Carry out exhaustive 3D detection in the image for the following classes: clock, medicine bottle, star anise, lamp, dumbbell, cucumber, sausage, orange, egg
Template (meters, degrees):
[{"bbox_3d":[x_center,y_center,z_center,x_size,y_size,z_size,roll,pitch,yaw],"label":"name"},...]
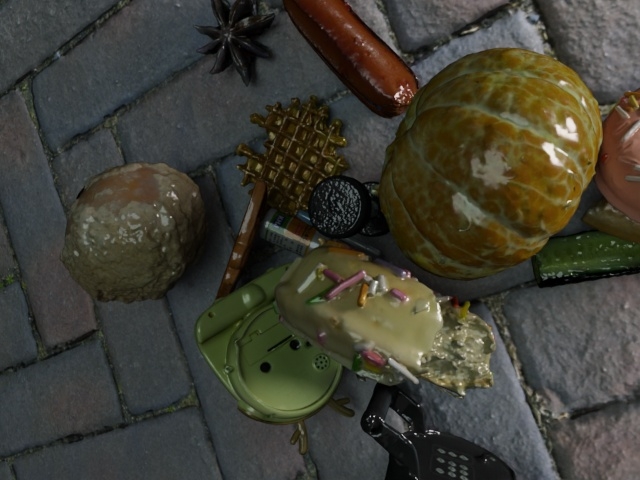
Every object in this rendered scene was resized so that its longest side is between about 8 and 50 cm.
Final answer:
[{"bbox_3d":[-0.059,0.211,0.951,0.235,0.096,0.308,-31,88,-23],"label":"clock"},{"bbox_3d":[0.000,0.000,0.974,0.220,0.061,0.092,24,139,6],"label":"medicine bottle"},{"bbox_3d":[-0.163,-0.409,1.061,0.180,0.061,0.205,-45,74,19],"label":"star anise"},{"bbox_3d":[0.178,0.449,0.852,0.373,0.205,0.272,32,101,9],"label":"lamp"},{"bbox_3d":[0.062,-0.054,0.898,0.100,0.191,0.100,1,92,24],"label":"dumbbell"},{"bbox_3d":[0.432,0.021,0.809,0.211,0.062,0.078,-11,70,16],"label":"cucumber"},{"bbox_3d":[0.043,-0.344,0.949,0.102,0.102,0.330,-43,76,20],"label":"sausage"},{"bbox_3d":[0.220,-0.104,0.750,0.249,0.329,0.330,25,103,0],"label":"orange"},{"bbox_3d":[-0.362,-0.016,1.061,0.310,0.279,0.279,-45,74,26],"label":"egg"}]

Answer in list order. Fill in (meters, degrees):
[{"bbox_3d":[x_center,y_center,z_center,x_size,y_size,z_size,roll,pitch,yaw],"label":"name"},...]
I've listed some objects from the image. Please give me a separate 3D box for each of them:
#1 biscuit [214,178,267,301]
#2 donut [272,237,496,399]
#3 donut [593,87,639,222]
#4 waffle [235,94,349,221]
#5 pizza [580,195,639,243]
[{"bbox_3d":[-0.146,0.009,1.004,0.043,0.183,0.280,20,118,-13],"label":"biscuit"},{"bbox_3d":[0.093,0.113,0.810,0.307,0.371,0.150,22,87,37],"label":"donut"},{"bbox_3d":[0.462,-0.130,0.689,0.232,0.085,0.199,-40,57,-1],"label":"donut"},{"bbox_3d":[-0.055,-0.153,1.026,0.231,0.051,0.229,-14,85,24],"label":"waffle"},{"bbox_3d":[0.545,-0.082,0.728,0.365,0.074,0.182,-17,69,17],"label":"pizza"}]
